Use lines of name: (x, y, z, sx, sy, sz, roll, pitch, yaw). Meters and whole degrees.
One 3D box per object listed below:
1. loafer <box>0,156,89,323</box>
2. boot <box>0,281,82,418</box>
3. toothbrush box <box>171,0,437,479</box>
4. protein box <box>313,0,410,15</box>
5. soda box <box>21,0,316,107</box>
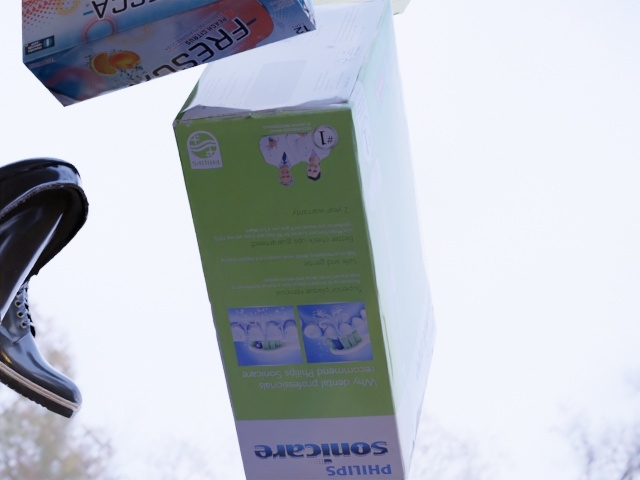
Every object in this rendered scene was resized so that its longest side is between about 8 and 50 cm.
loafer: (-0.220, 0.032, 1.003, 0.078, 0.220, 0.080, 30, -33, 28)
boot: (-0.273, 0.060, 1.457, 0.198, 0.137, 0.077, 36, -12, -1)
toothbrush box: (0.000, 0.000, 1.115, 0.122, 0.206, 0.283, -5, -63, 13)
protein box: (0.018, -0.341, 1.736, 0.136, 0.200, 0.201, 63, -30, 18)
soda box: (-0.097, -0.147, 1.012, 0.183, 0.063, 0.058, -15, -31, 15)
